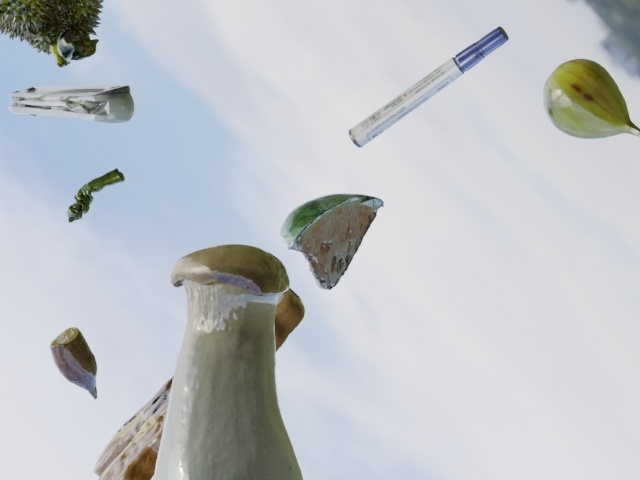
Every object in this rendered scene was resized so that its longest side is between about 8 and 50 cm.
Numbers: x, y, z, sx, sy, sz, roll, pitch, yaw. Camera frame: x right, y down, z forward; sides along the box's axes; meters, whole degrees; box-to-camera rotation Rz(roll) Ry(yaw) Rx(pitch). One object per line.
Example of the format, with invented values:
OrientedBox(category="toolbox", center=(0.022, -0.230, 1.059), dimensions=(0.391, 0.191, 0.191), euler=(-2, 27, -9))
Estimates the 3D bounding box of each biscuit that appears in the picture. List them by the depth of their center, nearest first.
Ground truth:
OrientedBox(category="biscuit", center=(-0.133, 0.156, 1.878), dimensions=(0.044, 0.295, 0.186), euler=(44, -178, -15))

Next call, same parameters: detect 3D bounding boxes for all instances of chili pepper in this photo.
OrientedBox(category="chili pepper", center=(-0.252, -0.051, 1.975), dimensions=(0.027, 0.083, 0.022), euler=(48, 162, -7))

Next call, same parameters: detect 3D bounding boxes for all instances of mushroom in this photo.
OrientedBox(category="mushroom", center=(-0.082, 0.167, 1.676), dimensions=(0.122, 0.328, 0.159), euler=(3, -179, 39))

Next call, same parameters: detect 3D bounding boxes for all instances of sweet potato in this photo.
OrientedBox(category="sweet potato", center=(-0.295, 0.155, 2.196), dimensions=(0.049, 0.049, 0.117), euler=(-113, 2, -51))

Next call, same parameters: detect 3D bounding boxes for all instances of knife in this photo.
OrientedBox(category="knife", center=(-0.299, -0.161, 2.107), dimensions=(0.073, 0.040, 0.265), euler=(-10, -170, -30))

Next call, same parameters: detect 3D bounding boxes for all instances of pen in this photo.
OrientedBox(category="pen", center=(0.117, -0.168, 1.955), dimensions=(0.025, 0.204, 0.025), euler=(50, -165, -19))

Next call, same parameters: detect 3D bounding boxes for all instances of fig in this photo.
OrientedBox(category="fig", center=(0.320, -0.133, 2.060), dimensions=(0.166, 0.093, 0.093), euler=(57, -162, 19))

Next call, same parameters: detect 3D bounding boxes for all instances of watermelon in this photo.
OrientedBox(category="watermelon", center=(0.000, 0.000, 2.341), dimensions=(0.071, 0.139, 0.187), euler=(24, -152, 33))

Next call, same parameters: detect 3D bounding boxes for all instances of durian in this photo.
OrientedBox(category="durian", center=(-0.343, -0.314, 2.194), dimensions=(0.198, 0.159, 0.146), euler=(36, 163, -15))
